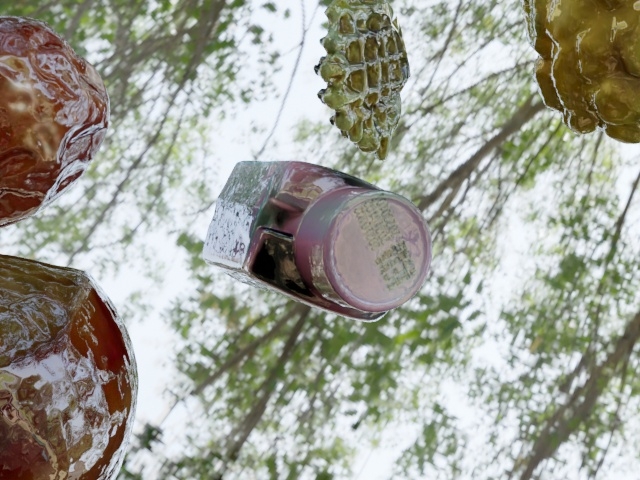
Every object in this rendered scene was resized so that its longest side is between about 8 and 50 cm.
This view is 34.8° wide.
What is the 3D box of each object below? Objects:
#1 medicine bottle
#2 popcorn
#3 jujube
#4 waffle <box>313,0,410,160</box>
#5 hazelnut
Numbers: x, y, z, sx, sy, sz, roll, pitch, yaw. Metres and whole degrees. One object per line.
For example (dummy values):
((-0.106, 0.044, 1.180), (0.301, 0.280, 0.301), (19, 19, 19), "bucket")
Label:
((0.000, 0.000, 0.734), (0.119, 0.095, 0.188), (22, -5, -23), "medicine bottle")
((0.204, -0.146, 0.635), (0.155, 0.197, 0.198), (-6, -56, 48), "popcorn")
((-0.296, -0.083, 0.839), (0.250, 0.174, 0.174), (-27, -64, 3), "jujube")
((0.061, -0.223, 1.306), (0.054, 0.204, 0.223), (3, -30, 30), "waffle")
((-0.199, 0.094, 0.584), (0.170, 0.201, 0.161), (47, -28, 26), "hazelnut")
